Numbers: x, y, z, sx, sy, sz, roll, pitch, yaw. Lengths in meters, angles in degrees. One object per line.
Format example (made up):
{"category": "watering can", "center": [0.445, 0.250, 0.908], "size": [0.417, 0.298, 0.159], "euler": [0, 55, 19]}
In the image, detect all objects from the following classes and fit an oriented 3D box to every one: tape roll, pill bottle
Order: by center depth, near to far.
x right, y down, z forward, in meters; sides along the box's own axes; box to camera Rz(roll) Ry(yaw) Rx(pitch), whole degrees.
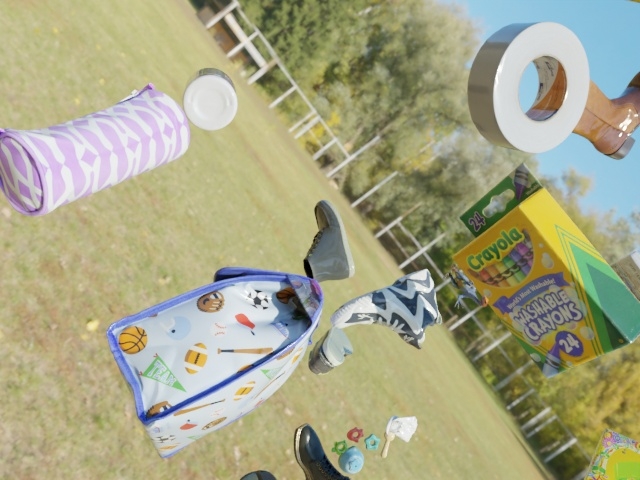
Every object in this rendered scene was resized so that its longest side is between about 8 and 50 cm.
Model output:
{"category": "tape roll", "center": [0.362, -0.265, 1.218], "size": [0.219, 0.219, 0.072], "euler": [50, -11, -30]}
{"category": "pill bottle", "center": [-0.225, -0.295, 1.429], "size": [0.108, 0.108, 0.180], "euler": [51, 7, -22]}

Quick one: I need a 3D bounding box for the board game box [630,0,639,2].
{"category": "board game box", "center": [0.552, -0.427, 1.116], "size": [0.141, 0.170, 0.048], "euler": [163, -68, -77]}

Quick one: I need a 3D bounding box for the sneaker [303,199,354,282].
{"category": "sneaker", "center": [0.000, 0.000, 1.787], "size": [0.083, 0.118, 0.222], "euler": [119, -44, -60]}

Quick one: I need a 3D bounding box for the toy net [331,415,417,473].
{"category": "toy net", "center": [0.140, 0.506, 1.809], "size": [0.122, 0.232, 0.045], "euler": [62, -12, -13]}

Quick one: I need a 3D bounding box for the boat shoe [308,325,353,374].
{"category": "boat shoe", "center": [0.022, 0.259, 1.654], "size": [0.081, 0.068, 0.228], "euler": [55, 12, 5]}

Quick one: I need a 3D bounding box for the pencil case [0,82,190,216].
{"category": "pencil case", "center": [-0.221, -0.095, 0.697], "size": [0.206, 0.086, 0.088], "euler": [-37, 112, -51]}

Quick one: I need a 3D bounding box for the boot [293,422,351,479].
{"category": "boot", "center": [0.020, 0.513, 1.584], "size": [0.137, 0.077, 0.198], "euler": [-10, -80, 49]}

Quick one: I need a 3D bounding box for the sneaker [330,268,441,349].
{"category": "sneaker", "center": [0.148, 0.171, 1.456], "size": [0.153, 0.235, 0.094], "euler": [66, -21, 3]}

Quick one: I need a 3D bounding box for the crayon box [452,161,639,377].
{"category": "crayon box", "center": [0.364, 0.057, 1.184], "size": [0.323, 0.083, 0.203], "euler": [53, -34, 9]}

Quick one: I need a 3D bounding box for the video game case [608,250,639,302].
{"category": "video game case", "center": [0.706, 0.133, 1.518], "size": [0.212, 0.023, 0.193], "euler": [58, -3, 12]}

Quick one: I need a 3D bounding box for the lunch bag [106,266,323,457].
{"category": "lunch bag", "center": [-0.184, 0.214, 1.355], "size": [0.239, 0.385, 0.328], "euler": [62, -17, 19]}

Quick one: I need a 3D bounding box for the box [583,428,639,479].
{"category": "box", "center": [0.593, 0.537, 1.254], "size": [0.279, 0.290, 0.177], "euler": [21, -12, 25]}

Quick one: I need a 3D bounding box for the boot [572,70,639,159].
{"category": "boot", "center": [0.752, -0.376, 1.847], "size": [0.280, 0.264, 0.096], "euler": [21, 13, -33]}

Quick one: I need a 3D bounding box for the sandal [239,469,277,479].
{"category": "sandal", "center": [-0.073, 0.413, 0.915], "size": [0.060, 0.090, 0.219], "euler": [90, -13, -46]}

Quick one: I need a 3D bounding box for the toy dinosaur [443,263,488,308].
{"category": "toy dinosaur", "center": [0.251, 0.076, 1.182], "size": [0.082, 0.047, 0.090], "euler": [40, 37, 4]}
